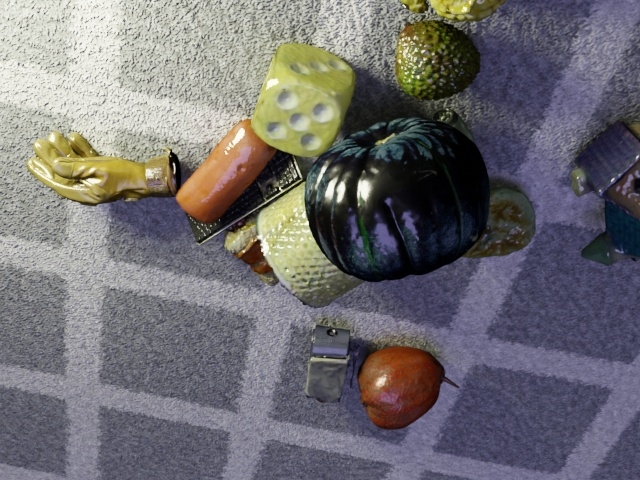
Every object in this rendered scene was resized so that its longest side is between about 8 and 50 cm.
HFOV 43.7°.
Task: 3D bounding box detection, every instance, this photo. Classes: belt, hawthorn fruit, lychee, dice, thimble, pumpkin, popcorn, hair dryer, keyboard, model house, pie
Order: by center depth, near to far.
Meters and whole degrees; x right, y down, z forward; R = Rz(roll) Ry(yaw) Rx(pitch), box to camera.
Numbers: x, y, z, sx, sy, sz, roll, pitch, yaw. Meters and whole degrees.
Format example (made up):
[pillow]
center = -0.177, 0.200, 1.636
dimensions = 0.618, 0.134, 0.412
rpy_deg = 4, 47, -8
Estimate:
[popcorn]
center = 0.239, -0.478, 1.432
dimensions = 0.195, 0.168, 0.174
rpy_deg = 28, 151, 32
[pumpkin]
center = 0.144, -0.084, 1.528
dimensions = 0.363, 0.363, 0.266
rpy_deg = -11, 116, 14
[lychee]
center = 0.224, -0.342, 1.531
dimensions = 0.171, 0.171, 0.171
rpy_deg = 3, 129, 4
[dice]
center = -0.035, -0.281, 1.598
dimensions = 0.169, 0.166, 0.169
rpy_deg = 18, 128, -9
[model house]
center = 0.667, -0.081, 1.638
dimensions = 0.280, 0.245, 0.312
rpy_deg = -7, 118, 7
[hair dryer]
center = 0.230, -0.163, 1.743
dimensions = 0.267, 0.092, 0.229
rpy_deg = -18, 132, 36
[thimble]
center = 0.000, 0.000, 1.764
dimensions = 0.150, 0.271, 0.271
rpy_deg = -33, 119, 25
[keyboard]
center = -0.180, -0.104, 1.804
dimensions = 0.317, 0.106, 0.027
rpy_deg = -31, 158, 24
[pie]
center = 0.375, -0.035, 1.805
dimensions = 0.240, 0.054, 0.241
rpy_deg = -3, 141, -2
[hawthorn fruit]
center = 0.228, 0.375, 2.088
dimensions = 0.262, 0.210, 0.211
rpy_deg = -10, 128, -3
[belt]
center = 0.029, 0.327, 2.098
dimensions = 0.126, 0.140, 0.231
rpy_deg = 8, 127, 0

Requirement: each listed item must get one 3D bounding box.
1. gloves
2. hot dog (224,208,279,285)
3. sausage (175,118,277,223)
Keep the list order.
[gloves]
center = -0.477, -0.147, 1.766
dimensions = 0.331, 0.154, 0.141
rpy_deg = 4, 128, -6
[hot dog]
center = -0.135, 0.009, 1.892
dimensions = 0.146, 0.103, 0.213
rpy_deg = -35, 130, 5
[sausage]
center = -0.196, -0.156, 1.738
dimensions = 0.113, 0.114, 0.259
rpy_deg = 37, 110, -22
